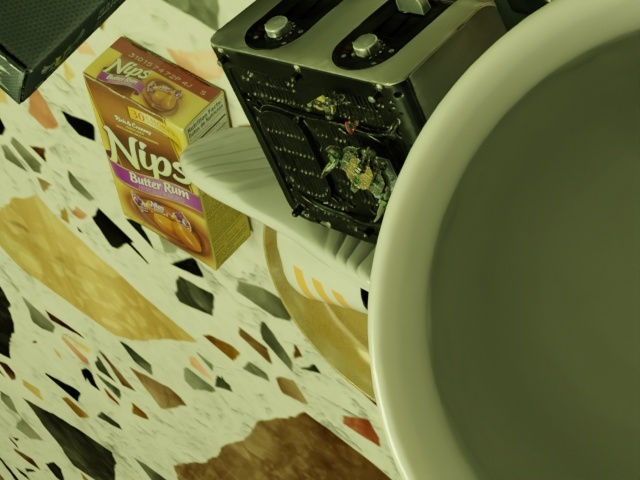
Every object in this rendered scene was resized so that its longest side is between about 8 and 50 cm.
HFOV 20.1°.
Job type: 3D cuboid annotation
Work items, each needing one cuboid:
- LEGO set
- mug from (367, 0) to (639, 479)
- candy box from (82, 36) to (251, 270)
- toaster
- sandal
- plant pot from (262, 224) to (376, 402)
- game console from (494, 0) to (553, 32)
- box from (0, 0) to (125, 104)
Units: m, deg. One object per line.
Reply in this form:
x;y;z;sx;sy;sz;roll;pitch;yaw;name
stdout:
0.023;-0.052;1.071;0.054;0.023;0.083;16;131;39;LEGO set
0.205;0.063;0.801;0.374;0.276;0.328;46;-175;4;mug
-0.122;-0.068;1.467;0.109;0.053;0.186;30;151;26;candy box
0.044;-0.076;1.151;0.168;0.110;0.185;18;145;42;toaster
0.007;-0.005;1.276;0.265;0.102;0.076;29;138;39;sandal
0.055;0.044;1.386;0.236;0.032;0.236;30;143;25;plant pot
0.234;-0.114;0.884;0.386;0.060;0.342;19;146;40;game console
-0.166;-0.224;1.075;0.183;0.232;0.059;42;161;0;box
